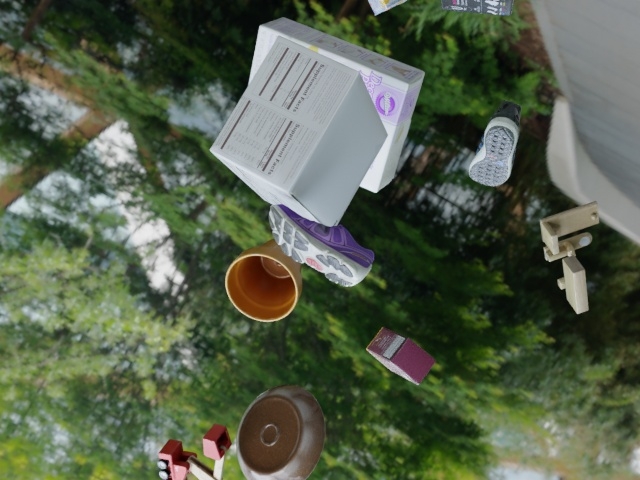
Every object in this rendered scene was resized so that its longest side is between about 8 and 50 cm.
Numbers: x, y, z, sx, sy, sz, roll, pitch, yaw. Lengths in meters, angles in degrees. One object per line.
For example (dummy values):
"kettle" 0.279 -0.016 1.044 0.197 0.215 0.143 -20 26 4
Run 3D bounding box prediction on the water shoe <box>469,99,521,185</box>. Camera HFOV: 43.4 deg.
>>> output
"water shoe" 0.321 -0.169 1.435 0.072 0.080 0.203 22 156 7

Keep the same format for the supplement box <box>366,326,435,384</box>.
"supplement box" 0.209 0.301 2.115 0.104 0.081 0.188 40 171 -14

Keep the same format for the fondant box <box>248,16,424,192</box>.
"fondant box" 0.016 -0.274 1.610 0.330 0.238 0.096 25 -148 16

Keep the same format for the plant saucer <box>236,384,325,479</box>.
"plant saucer" -0.084 0.357 1.471 0.198 0.199 0.036 38 -178 40

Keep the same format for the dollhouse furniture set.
"dollhouse furniture set" 0.545 0.034 1.646 0.151 0.123 0.144 -109 -1 -53

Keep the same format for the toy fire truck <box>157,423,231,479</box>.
"toy fire truck" -0.227 0.421 1.473 0.135 0.192 0.047 5 -155 19

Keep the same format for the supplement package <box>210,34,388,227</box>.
"supplement package" -0.021 -0.155 1.262 0.145 0.204 0.262 29 175 18

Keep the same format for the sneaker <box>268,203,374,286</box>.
"sneaker" 0.000 0.000 1.131 0.169 0.068 0.071 34 -127 16

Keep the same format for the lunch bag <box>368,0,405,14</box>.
"lunch bag" 0.100 -0.361 1.110 0.071 0.083 0.053 61 165 -11

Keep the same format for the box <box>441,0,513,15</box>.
"box" 0.305 -0.567 1.504 0.142 0.248 0.163 7 -177 12

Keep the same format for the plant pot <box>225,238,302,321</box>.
"plant pot" -0.136 0.090 2.225 0.205 0.205 0.188 31 -152 0
